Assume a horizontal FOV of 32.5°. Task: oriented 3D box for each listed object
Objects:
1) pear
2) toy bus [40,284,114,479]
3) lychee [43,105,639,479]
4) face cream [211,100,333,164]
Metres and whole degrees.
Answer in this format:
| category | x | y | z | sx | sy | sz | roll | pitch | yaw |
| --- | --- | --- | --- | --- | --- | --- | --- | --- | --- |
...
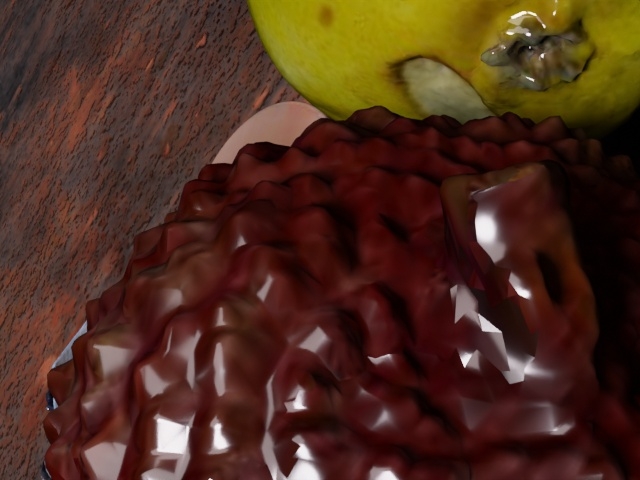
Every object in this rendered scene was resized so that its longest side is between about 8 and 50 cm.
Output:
| category | x | y | z | sx | sy | sz | roll | pitch | yaw |
| --- | --- | --- | --- | --- | --- | --- | --- | --- | --- |
| pear | 0.077 | -0.176 | 0.547 | 0.269 | 0.269 | 0.321 | -50 | 25 | 23 |
| toy bus | -0.084 | 0.169 | 0.683 | 0.106 | 0.131 | 0.297 | -49 | 43 | 24 |
| lychee | 0.047 | 0.103 | 0.424 | 0.330 | 0.306 | 0.306 | 99 | 158 | -47 |
| face cream | 0.000 | 0.000 | 0.678 | 0.149 | 0.104 | 0.149 | -25 | 56 | 43 |
